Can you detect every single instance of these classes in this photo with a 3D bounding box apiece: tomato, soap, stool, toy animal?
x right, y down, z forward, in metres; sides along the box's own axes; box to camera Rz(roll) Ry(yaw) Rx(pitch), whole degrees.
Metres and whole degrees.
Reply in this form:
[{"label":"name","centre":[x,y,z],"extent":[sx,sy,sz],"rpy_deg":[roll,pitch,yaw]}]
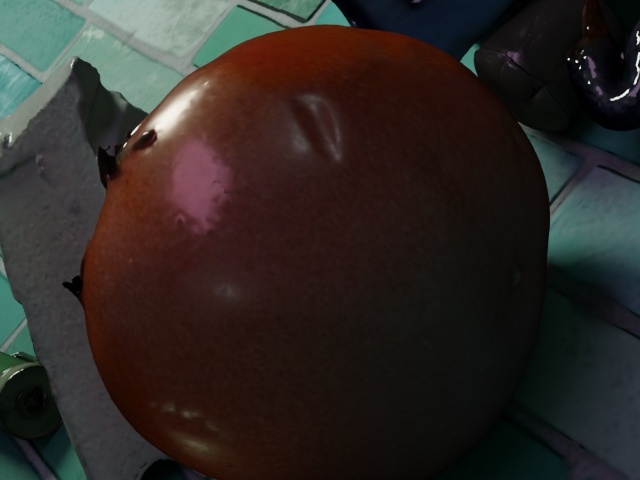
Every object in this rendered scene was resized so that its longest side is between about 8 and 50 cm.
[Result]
[{"label":"tomato","centre":[0.009,0.013,1.089],"extent":[0.272,0.341,0.341],"rpy_deg":[20,69,25]},{"label":"soap","centre":[-0.192,0.037,1.345],"extent":[0.159,0.258,0.302],"rpy_deg":[-24,41,30]},{"label":"stool","centre":[0.184,-0.148,1.254],"extent":[0.110,0.096,0.096],"rpy_deg":[-49,33,-8]},{"label":"toy animal","centre":[0.311,-0.161,1.091],"extent":[0.298,0.122,0.185],"rpy_deg":[4,61,35]}]

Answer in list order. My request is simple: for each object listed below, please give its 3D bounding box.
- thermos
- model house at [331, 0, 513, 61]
[{"label":"thermos","centre":[-0.321,0.138,1.556],"extent":[0.187,0.073,0.083],"rpy_deg":[11,66,53]},{"label":"model house","centre":[0.125,-0.305,1.290],"extent":[0.303,0.215,0.237],"rpy_deg":[-41,11,23]}]
